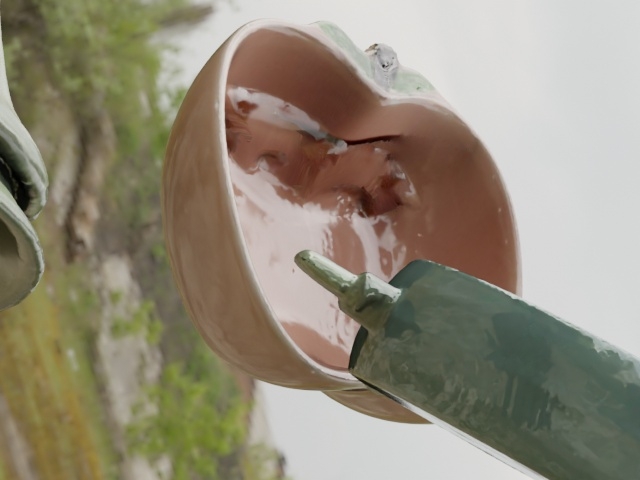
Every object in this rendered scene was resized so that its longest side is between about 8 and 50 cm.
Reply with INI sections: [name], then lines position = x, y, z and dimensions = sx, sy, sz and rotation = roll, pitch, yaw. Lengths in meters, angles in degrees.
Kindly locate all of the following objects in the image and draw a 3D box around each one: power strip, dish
[power strip]
position = 0.102, 0.071, 0.588
dimensions = 0.253, 0.054, 0.167
rotation = 31, -6, 8
[dish]
position = 0.000, 0.000, 0.799
dimensions = 0.090, 0.213, 0.213
rotation = -28, -103, 39

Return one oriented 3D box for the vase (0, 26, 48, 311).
[vase]
position = -0.107, -0.146, 0.420
dimensions = 0.173, 0.173, 0.321
rotation = 87, 5, -66
